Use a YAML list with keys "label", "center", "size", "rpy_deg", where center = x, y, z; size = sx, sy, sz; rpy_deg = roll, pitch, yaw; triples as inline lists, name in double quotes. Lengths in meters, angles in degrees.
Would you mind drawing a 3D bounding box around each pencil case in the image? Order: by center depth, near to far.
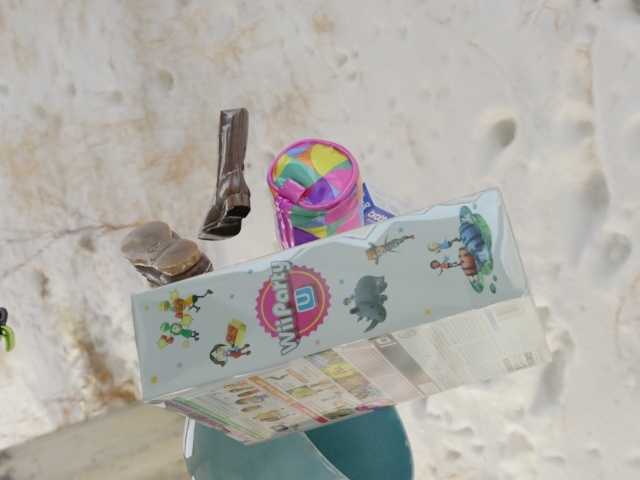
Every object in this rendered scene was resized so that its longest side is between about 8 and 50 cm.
- label: "pencil case"
  center: [0.000, 0.000, 0.991]
  size: [0.104, 0.104, 0.236]
  rpy_deg: [51, 160, 35]

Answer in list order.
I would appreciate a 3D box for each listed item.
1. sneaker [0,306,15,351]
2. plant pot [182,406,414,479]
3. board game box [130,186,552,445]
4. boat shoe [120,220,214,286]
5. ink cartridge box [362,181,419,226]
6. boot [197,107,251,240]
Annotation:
- label: "sneaker"
  center: [-0.358, 0.025, 0.779]
  size: [0.235, 0.097, 0.084]
  rpy_deg: [42, -179, -3]
- label: "plant pot"
  center: [-0.051, 0.233, 1.111]
  size: [0.195, 0.290, 0.290]
  rpy_deg: [-39, 65, 17]
- label: "board game box"
  center: [0.029, 0.078, 0.776]
  size: [0.224, 0.303, 0.097]
  rpy_deg: [51, -156, -62]
- label: "boat shoe"
  center: [-0.192, 0.031, 1.165]
  size: [0.073, 0.073, 0.207]
  rpy_deg: [57, 165, -28]
- label: "ink cartridge box"
  center: [0.092, -0.015, 1.346]
  size: [0.097, 0.207, 0.046]
  rpy_deg: [-35, 58, 24]
- label: "boot"
  center: [-0.095, -0.066, 0.906]
  size: [0.106, 0.037, 0.114]
  rpy_deg: [-37, 53, 52]
